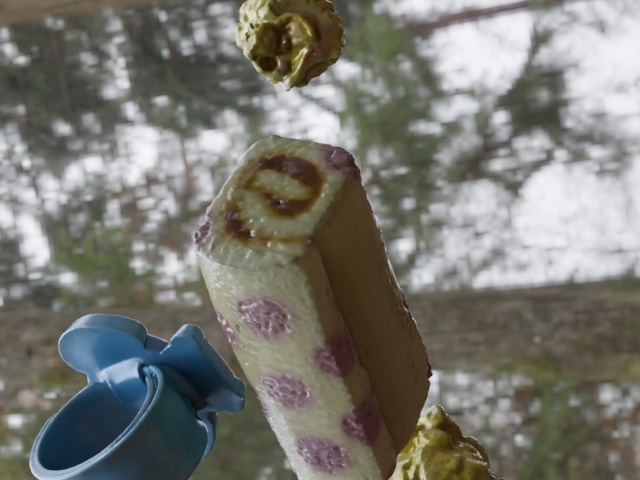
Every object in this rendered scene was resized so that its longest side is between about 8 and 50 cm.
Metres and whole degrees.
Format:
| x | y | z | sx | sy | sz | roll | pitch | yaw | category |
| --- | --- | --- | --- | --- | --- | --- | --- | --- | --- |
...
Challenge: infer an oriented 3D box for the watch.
| x | y | z | sx | sy | sz | roll | pitch | yaw | category |
| --- | --- | --- | --- | --- | --- | --- | --- | --- | --- |
| -0.196 | 0.197 | 1.673 | 0.211 | 0.211 | 0.193 | 63 | -147 | -32 | watch |

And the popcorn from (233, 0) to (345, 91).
| x | y | z | sx | sy | sz | roll | pitch | yaw | category |
| --- | --- | --- | --- | --- | --- | --- | --- | --- | --- |
| -0.039 | -0.267 | 2.109 | 0.145 | 0.125 | 0.126 | 25 | -139 | -33 | popcorn |

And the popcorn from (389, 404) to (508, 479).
| x | y | z | sx | sy | sz | roll | pitch | yaw | category |
| --- | --- | --- | --- | --- | --- | --- | --- | --- | --- |
| 0.162 | 0.370 | 2.210 | 0.212 | 0.259 | 0.259 | 34 | -130 | -18 | popcorn |

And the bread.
| x | y | z | sx | sy | sz | roll | pitch | yaw | category |
| --- | --- | --- | --- | --- | --- | --- | --- | --- | --- |
| -0.005 | 0.078 | 1.606 | 0.187 | 0.155 | 0.338 | -60 | -36 | -37 | bread |
